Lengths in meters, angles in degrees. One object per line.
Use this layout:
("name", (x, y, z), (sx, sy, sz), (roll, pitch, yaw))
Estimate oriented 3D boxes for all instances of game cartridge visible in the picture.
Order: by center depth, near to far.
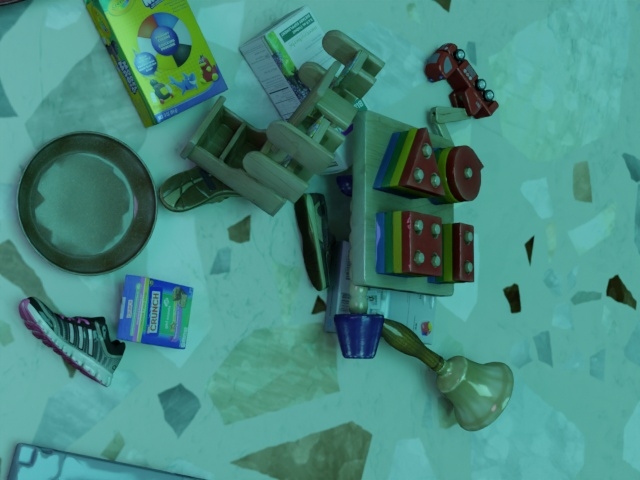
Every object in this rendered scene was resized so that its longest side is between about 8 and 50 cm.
("game cartridge", (-0.295, 0.398, 1.481), (0.294, 0.060, 0.196), (19, 75, -27))

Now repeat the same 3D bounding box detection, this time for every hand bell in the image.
("hand bell", (0.176, 0.190, 1.714), (0.242, 0.126, 0.126), (35, 71, -24))

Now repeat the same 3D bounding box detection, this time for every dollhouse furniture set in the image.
("dollhouse furniture set", (-0.062, -0.166, 1.498), (0.161, 0.242, 0.212), (35, 50, -9))

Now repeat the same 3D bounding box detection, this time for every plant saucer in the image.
("plant saucer", (-0.322, -0.050, 1.497), (0.199, 0.036, 0.198), (2, 86, -30))

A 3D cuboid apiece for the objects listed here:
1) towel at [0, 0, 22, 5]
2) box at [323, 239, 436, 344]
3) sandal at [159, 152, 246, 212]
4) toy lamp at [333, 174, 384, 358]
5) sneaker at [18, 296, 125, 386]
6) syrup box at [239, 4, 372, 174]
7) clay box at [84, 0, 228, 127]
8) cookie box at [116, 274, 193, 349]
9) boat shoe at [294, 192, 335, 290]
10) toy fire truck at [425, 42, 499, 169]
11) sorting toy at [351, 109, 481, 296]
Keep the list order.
("towel", (-0.369, -0.455, 1.477), (0.329, 0.037, 0.237), (-24, 93, -28))
("box", (0.100, 0.084, 1.729), (0.186, 0.038, 0.145), (9, 83, -28))
("sandal", (-0.157, -0.079, 1.582), (0.180, 0.049, 0.072), (-21, 76, -32))
("toy lamp", (0.059, 0.041, 1.641), (0.080, 0.080, 0.274), (3, 86, -29))
("sneaker", (-0.329, 0.122, 1.470), (0.170, 0.063, 0.074), (45, 68, -25))
("syrup box", (-0.010, -0.223, 1.649), (0.093, 0.096, 0.237), (-40, 106, -26))
("clay box", (-0.237, -0.287, 1.547), (0.127, 0.053, 0.222), (-32, 104, -28))
("cookie box", (-0.229, 0.101, 1.514), (0.107, 0.040, 0.091), (18, 77, -57))
("boat shoe", (0.000, 0.000, 1.666), (0.049, 0.056, 0.152), (-11, 93, -24))
("toy fire truck", (0.225, -0.215, 1.809), (0.135, 0.047, 0.192), (-48, 110, -23))
("sorting toy", (0.156, -0.052, 1.646), (0.257, 0.089, 0.255), (10, 78, -53))
